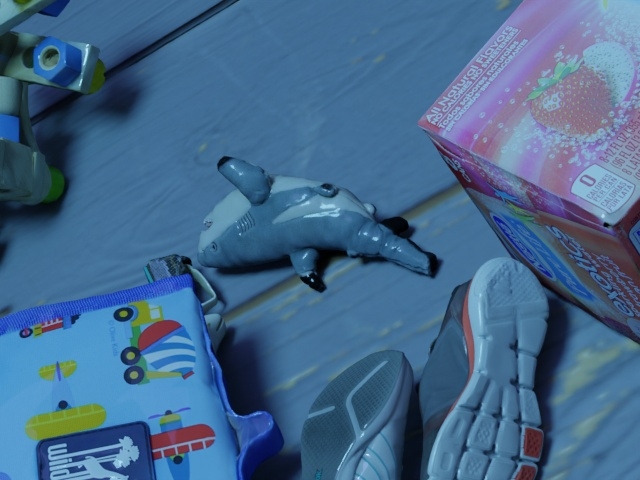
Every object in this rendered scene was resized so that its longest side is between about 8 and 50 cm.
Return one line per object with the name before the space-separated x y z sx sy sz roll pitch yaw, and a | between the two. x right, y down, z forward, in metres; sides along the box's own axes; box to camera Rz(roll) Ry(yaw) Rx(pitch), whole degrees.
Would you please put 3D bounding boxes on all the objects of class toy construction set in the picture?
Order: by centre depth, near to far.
toy construction set | -0.312 -0.086 1.089 0.327 0.151 0.215 -3 80 41

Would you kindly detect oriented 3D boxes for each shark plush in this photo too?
shark plush | 0.000 0.000 0.906 0.161 0.073 0.067 14 84 18

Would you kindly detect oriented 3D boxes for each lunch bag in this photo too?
lunch bag | -0.156 0.160 0.821 0.293 0.138 0.221 -20 57 6

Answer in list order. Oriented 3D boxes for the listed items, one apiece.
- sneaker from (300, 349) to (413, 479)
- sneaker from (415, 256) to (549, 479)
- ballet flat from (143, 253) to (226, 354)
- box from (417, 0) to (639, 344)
sneaker | 0.019 0.129 0.769 0.053 0.061 0.152 -9 48 43
sneaker | 0.079 0.088 0.774 0.065 0.061 0.158 -26 42 58
ballet flat | -0.080 0.049 0.912 0.041 0.041 0.114 -32 46 9
box | 0.215 -0.102 0.748 0.300 0.154 0.142 -49 45 -7
